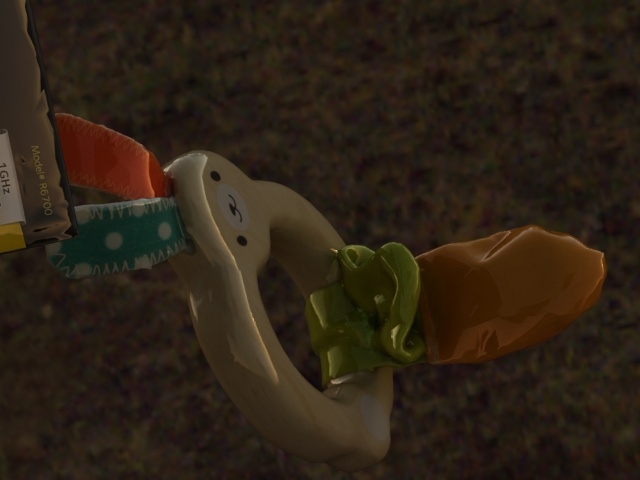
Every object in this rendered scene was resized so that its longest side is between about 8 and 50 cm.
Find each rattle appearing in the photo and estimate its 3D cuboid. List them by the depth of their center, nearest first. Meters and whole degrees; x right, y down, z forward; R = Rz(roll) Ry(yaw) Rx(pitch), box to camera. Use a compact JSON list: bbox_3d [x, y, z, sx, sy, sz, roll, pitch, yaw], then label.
[{"bbox_3d":[0.000,0.000,0.664,0.142,0.200,0.130,-12,42,37],"label":"rattle"}]

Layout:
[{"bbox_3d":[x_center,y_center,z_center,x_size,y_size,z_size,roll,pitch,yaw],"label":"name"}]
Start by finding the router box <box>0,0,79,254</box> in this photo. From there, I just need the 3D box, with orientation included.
[{"bbox_3d":[-0.156,-0.074,0.496,0.133,0.179,0.046,-14,3,-38],"label":"router box"}]
